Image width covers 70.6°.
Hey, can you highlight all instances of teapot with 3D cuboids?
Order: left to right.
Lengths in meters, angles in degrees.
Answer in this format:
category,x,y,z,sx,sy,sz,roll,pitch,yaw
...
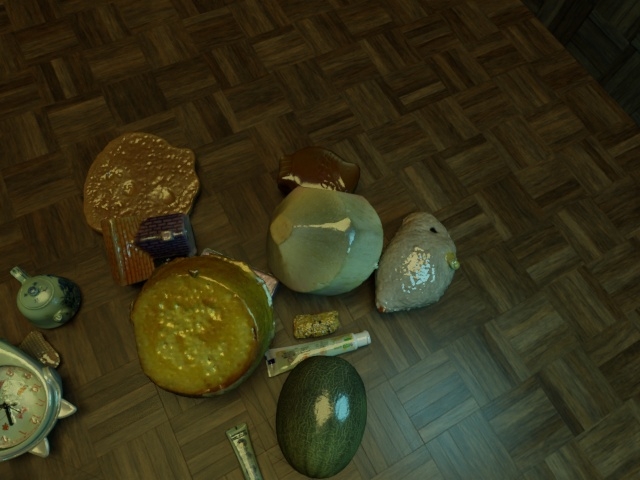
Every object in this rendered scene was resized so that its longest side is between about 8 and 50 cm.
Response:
category,x,y,z,sx,sy,sz,roll,pitch,yaw
teapot,-0.795,0.160,1.295,0.232,0.159,0.159,40,70,12

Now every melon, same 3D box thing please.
category,x,y,z,sx,sy,sz,roll,pitch,yaw
melon,0.003,0.457,1.182,0.238,0.237,0.301,10,69,0

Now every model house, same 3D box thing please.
category,x,y,z,sx,sy,sz,roll,pitch,yaw
model house,-0.489,0.029,1.292,0.237,0.237,0.202,-5,93,-6

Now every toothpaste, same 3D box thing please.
category,x,y,z,sx,sy,sz,roll,pitch,yaw
toothpaste,-0.187,0.614,1.209,0.062,0.039,0.239,-20,68,-17
toothpaste,-0.006,0.326,1.339,0.315,0.058,0.055,-13,112,-6

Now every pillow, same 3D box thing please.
category,x,y,z,sx,sy,sz,roll,pitch,yaw
pillow,-0.849,0.366,1.265,0.211,0.034,0.135,-42,79,-17

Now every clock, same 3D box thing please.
category,x,y,z,sx,sy,sz,roll,pitch,yaw
clock,-0.817,0.429,1.179,0.324,0.108,0.265,30,73,-4

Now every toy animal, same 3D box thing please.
category,x,y,z,sx,sy,sz,roll,pitch,yaw
toy animal,0.296,0.084,1.389,0.227,0.188,0.358,33,78,4

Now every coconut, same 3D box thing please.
category,x,y,z,sx,sy,sz,roll,pitch,yaw
coconut,0.000,0.000,1.323,0.353,0.352,0.352,2,67,-4

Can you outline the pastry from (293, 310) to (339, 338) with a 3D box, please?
category,x,y,z,sx,sy,sz,roll,pitch,yaw
pastry,-0.013,0.254,1.367,0.141,0.056,0.079,-5,60,1

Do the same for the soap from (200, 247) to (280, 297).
category,x,y,z,sx,sy,sz,roll,pitch,yaw
soap,-0.270,0.152,1.375,0.260,0.081,0.181,21,69,3

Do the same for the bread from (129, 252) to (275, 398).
category,x,y,z,sx,sy,sz,roll,pitch,yaw
bread,-0.307,0.232,1.207,0.399,0.215,0.397,0,100,2

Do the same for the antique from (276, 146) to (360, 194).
category,x,y,z,sx,sy,sz,roll,pitch,yaw
antique,-0.007,-0.208,1.520,0.279,0.129,0.223,0,68,-4

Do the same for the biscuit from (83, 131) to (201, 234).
category,x,y,z,sx,sy,sz,roll,pitch,yaw
biscuit,-0.588,-0.175,1.496,0.366,0.062,0.384,14,70,0
